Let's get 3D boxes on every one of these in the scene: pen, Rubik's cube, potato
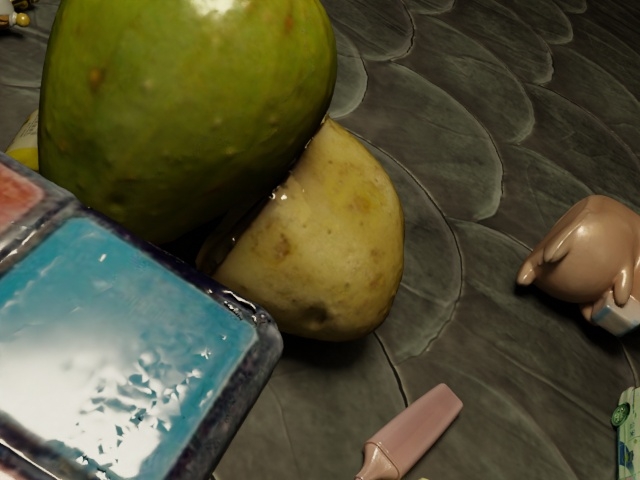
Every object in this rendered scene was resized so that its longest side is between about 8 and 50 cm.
[{"bbox_3d":[0.096,0.226,0.722,0.197,0.032,0.053,-24,65,-44],"label":"pen"},{"bbox_3d":[-0.257,0.154,0.391,0.318,0.316,0.313,32,42,1],"label":"Rubik's cube"},{"bbox_3d":[0.000,0.000,0.758,0.242,0.243,0.285,28,34,-2],"label":"potato"}]

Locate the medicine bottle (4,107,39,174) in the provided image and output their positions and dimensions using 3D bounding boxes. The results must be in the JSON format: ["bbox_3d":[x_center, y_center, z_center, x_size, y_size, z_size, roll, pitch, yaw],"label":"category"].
[{"bbox_3d":[-0.290,-0.112,0.757,0.121,0.122,0.213,18,44,-13],"label":"medicine bottle"}]

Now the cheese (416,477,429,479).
[{"bbox_3d":[0.168,0.348,0.635,0.255,0.050,0.127,47,44,14],"label":"cheese"}]

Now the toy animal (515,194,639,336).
[{"bbox_3d":[0.459,0.043,0.974,0.256,0.195,0.213,35,51,1],"label":"toy animal"}]

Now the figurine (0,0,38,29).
[{"bbox_3d":[-0.459,-0.339,0.918,0.101,0.068,0.143,31,40,25],"label":"figurine"}]

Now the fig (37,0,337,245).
[{"bbox_3d":[-0.135,-0.135,0.607,0.258,0.326,0.258,31,7,-4],"label":"fig"}]

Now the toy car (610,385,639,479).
[{"bbox_3d":[0.433,0.285,0.817,0.090,0.076,0.224,31,43,-1],"label":"toy car"}]
